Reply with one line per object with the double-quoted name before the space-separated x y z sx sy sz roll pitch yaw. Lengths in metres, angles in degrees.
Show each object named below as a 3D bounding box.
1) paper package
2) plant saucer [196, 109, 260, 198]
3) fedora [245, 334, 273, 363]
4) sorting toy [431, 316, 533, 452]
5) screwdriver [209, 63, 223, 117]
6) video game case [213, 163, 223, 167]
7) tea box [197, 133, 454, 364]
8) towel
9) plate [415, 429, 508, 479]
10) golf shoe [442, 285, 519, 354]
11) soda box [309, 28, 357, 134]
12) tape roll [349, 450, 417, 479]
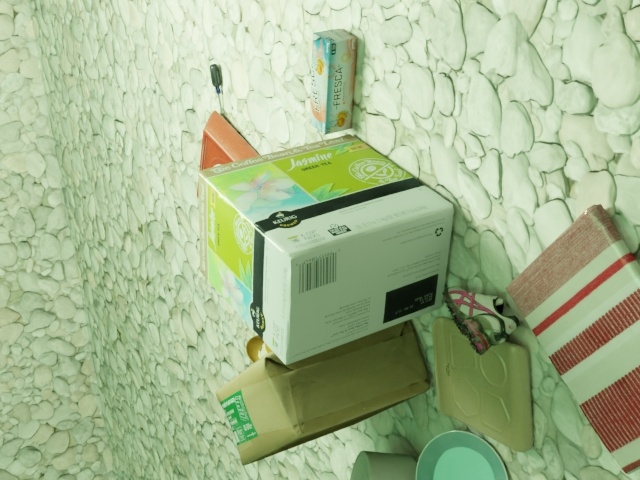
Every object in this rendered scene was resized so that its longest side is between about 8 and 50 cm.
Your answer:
"paper package" -0.005 0.285 1.892 0.325 0.309 0.168 -42 66 60
"plant saucer" -0.212 -0.129 2.296 0.259 0.048 0.258 47 141 34
"fedora" -0.067 0.237 2.136 0.194 0.194 0.079 44 117 42
"sorting toy" 0.276 0.238 1.669 0.208 0.038 0.193 16 119 52
"screwdriver" -0.232 -0.326 2.280 0.024 0.025 0.170 3 122 22
"video game case" -0.147 -0.070 2.179 0.201 0.023 0.183 13 124 39
"tea box" 0.000 0.000 1.718 0.323 0.329 0.220 39 137 45
"towel" 0.412 0.141 1.383 0.329 0.037 0.237 61 147 19
"plate" 0.254 0.431 1.753 0.188 0.024 0.188 -2 87 38
"golf shoe" 0.260 0.119 1.606 0.067 0.086 0.186 63 177 -26
"soda box" 0.022 -0.290 1.806 0.058 0.063 0.183 40 137 45
"tape roll" 0.116 0.553 1.903 0.286 0.100 0.286 -173 90 -83
